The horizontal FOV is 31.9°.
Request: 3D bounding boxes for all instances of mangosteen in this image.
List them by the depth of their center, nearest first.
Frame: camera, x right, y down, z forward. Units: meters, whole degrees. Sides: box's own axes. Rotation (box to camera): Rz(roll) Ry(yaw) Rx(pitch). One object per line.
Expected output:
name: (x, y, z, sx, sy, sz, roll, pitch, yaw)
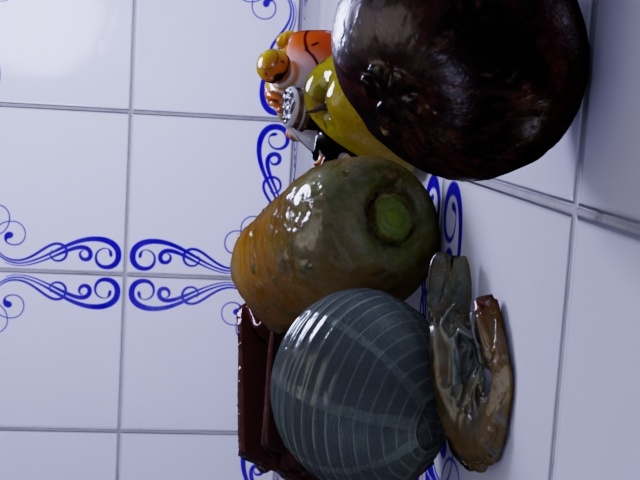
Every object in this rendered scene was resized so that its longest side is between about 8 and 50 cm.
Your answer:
mangosteen: (0.143, -0.183, 1.008, 0.261, 0.235, 0.235, -39, -26, -35)

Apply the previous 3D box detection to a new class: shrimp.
shrimp: (0.165, 0.127, 1.233, 0.173, 0.058, 0.253, 139, 130, -69)

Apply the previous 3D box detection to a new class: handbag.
handbag: (-0.035, 0.247, 1.756, 0.260, 0.084, 0.275, 42, -141, -47)

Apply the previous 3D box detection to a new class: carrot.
carrot: (0.015, 0.011, 1.564, 0.341, 0.224, 0.224, -25, 61, 58)

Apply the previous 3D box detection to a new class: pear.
pear: (0.064, -0.213, 1.647, 0.267, 0.178, 0.266, -173, 90, -83)

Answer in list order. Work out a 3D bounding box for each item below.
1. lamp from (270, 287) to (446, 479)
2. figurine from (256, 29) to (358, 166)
lamp: (0.057, 0.192, 1.376, 0.233, 0.233, 0.265, -111, 31, -72)
figurine: (0.016, -0.242, 1.924, 0.320, 0.196, 0.323, 46, -168, -39)
